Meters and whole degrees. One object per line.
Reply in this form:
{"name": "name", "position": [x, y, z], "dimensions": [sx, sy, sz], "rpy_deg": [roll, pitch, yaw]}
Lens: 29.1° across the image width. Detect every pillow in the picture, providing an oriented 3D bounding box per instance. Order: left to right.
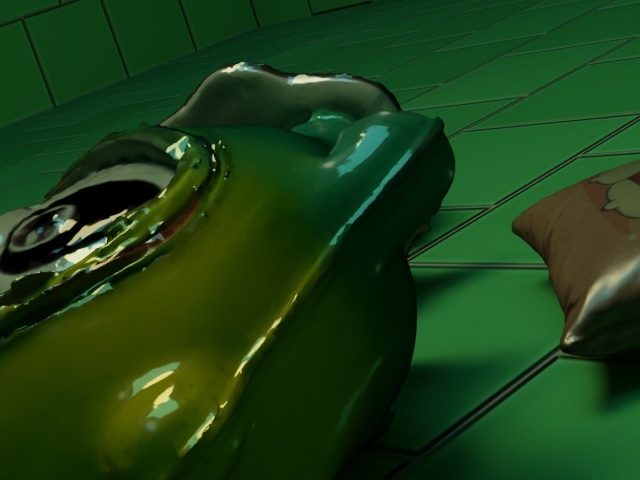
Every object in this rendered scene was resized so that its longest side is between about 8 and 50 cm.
{"name": "pillow", "position": [0.230, -0.009, 0.727], "dimensions": [0.223, 0.084, 0.236], "rpy_deg": [-17, 11, 9]}

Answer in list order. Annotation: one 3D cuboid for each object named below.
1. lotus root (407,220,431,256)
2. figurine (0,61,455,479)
{"name": "lotus root", "position": [0.000, 0.000, 0.897], "dimensions": [0.221, 0.118, 0.125], "rpy_deg": [-21, 6, -8]}
{"name": "figurine", "position": [-0.063, 0.054, 0.621], "dimensions": [0.324, 0.231, 0.340], "rpy_deg": [-38, 11, 33]}
